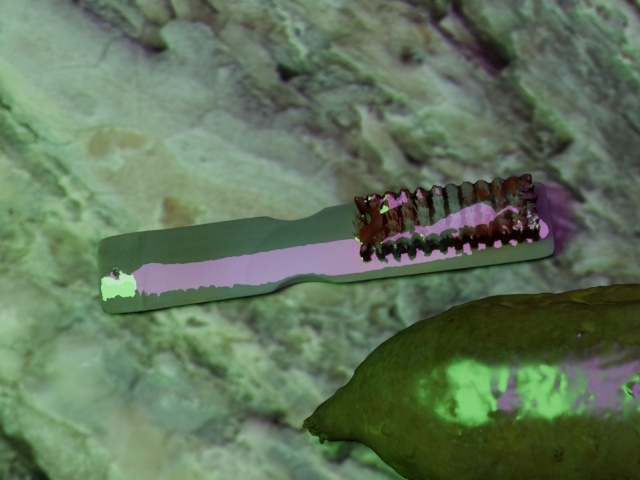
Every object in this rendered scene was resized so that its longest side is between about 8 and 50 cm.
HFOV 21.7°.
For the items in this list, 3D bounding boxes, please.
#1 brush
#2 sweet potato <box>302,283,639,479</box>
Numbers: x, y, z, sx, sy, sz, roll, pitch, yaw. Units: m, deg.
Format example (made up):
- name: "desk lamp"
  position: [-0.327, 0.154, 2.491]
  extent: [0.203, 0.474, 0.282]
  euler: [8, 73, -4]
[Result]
- name: "brush"
  position: [0.000, 0.000, 1.162]
  extent: [0.321, 0.050, 0.060]
  euler: [-8, 69, 5]
- name: "sweet potato"
  position: [0.164, 0.099, 1.037]
  extent: [0.369, 0.158, 0.158]
  euler: [3, 66, 10]
